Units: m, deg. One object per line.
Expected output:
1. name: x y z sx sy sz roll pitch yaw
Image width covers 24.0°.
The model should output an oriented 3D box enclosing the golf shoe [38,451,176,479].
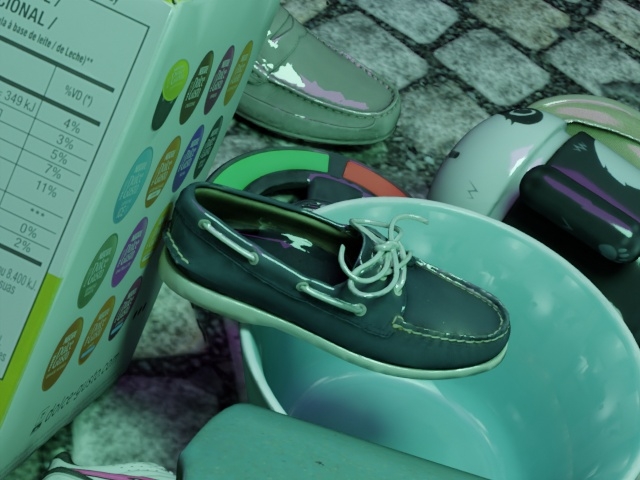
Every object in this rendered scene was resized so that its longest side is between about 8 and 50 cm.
1. golf shoe: -0.109 0.189 1.068 0.186 0.067 0.086 11 42 -11

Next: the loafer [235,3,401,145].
1. loafer: -0.068 -0.188 1.435 0.320 0.111 0.112 22 43 2

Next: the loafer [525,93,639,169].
1. loafer: 0.309 -0.059 1.459 0.269 0.102 0.092 19 37 -3

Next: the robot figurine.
1. robot figurine: 0.222 0.006 1.278 0.278 0.209 0.173 36 46 12

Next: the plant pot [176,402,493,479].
1. plant pot: 0.056 0.262 0.807 0.334 0.341 0.341 22 42 12

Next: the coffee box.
1. coffee box: -0.263 -0.083 1.001 0.338 0.334 0.337 25 13 3

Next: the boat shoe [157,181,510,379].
1. boat shoe: 0.017 0.022 1.039 0.255 0.079 0.095 19 38 -2

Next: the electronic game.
1. electronic game: 0.000 0.000 1.318 0.229 0.048 0.229 11 43 -10

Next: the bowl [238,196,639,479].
1. bowl: 0.073 0.130 1.128 0.312 0.163 0.311 11 44 -11
